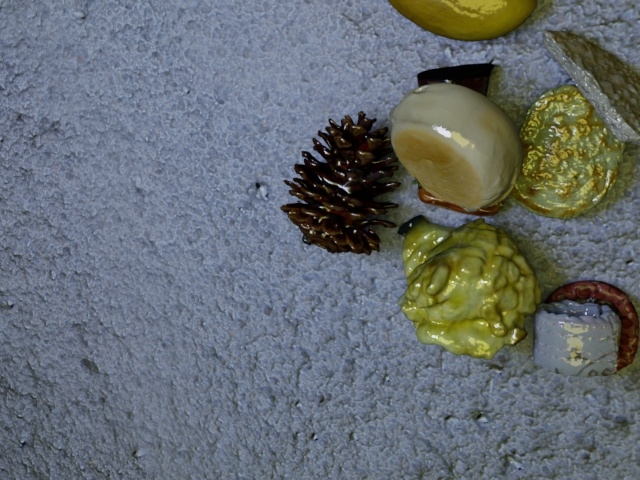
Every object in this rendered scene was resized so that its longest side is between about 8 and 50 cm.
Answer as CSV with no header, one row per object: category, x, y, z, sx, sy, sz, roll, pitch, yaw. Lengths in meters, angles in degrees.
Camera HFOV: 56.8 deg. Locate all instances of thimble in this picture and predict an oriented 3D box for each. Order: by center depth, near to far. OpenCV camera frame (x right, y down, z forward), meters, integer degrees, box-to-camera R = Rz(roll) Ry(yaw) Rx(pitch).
thimble,0.480,0.181,1.113,0.151,0.127,0.118,1,98,14

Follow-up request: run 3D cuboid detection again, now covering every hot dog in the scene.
hot dog,0.281,-0.096,1.213,0.188,0.055,0.072,17,107,15

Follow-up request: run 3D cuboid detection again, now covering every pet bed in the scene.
pet bed,0.538,0.173,1.189,0.201,0.053,0.201,2,97,19

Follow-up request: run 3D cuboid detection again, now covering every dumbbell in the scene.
dumbbell,0.000,0.000,1.334,0.083,0.040,0.036,19,137,13

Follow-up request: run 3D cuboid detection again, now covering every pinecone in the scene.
pinecone,0.052,-0.116,1.190,0.246,0.246,0.292,17,98,14

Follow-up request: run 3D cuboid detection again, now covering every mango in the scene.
mango,0.228,-0.490,1.105,0.331,0.142,0.195,46,115,1

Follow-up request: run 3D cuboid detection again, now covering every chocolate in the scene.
chocolate,0.264,-0.290,1.153,0.149,0.125,0.080,-3,117,14

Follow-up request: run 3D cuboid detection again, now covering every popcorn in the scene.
popcorn,0.276,0.097,1.156,0.293,0.293,0.237,-23,112,21

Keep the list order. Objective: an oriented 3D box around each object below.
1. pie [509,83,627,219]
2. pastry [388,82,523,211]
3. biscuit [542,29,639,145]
pie,0.464,-0.160,1.123,0.201,0.090,0.248,24,106,10
pastry,0.244,-0.171,1.082,0.265,0.265,0.133,33,74,9
biscuit,0.523,-0.277,1.061,0.290,0.141,0.038,61,152,21
